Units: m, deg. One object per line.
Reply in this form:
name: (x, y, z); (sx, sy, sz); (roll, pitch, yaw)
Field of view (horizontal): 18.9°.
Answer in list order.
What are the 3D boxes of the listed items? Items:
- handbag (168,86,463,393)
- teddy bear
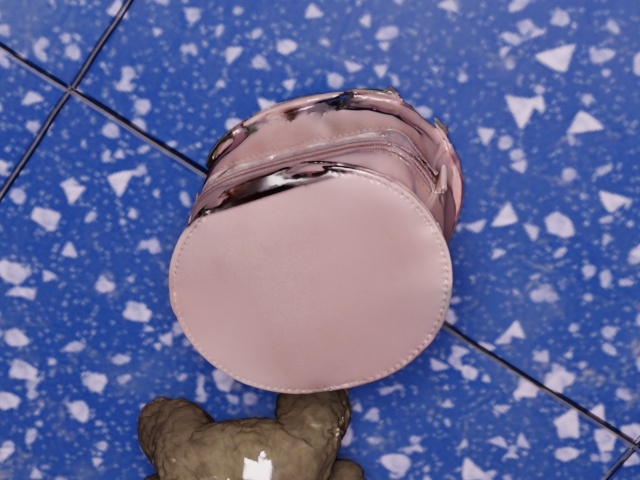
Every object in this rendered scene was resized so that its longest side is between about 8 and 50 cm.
handbag: (0.000, 0.000, 1.330); (0.205, 0.116, 0.179); (-16, 113, 12)
teddy bear: (-0.050, 0.207, 1.431); (0.177, 0.140, 0.190); (-8, 124, 4)
